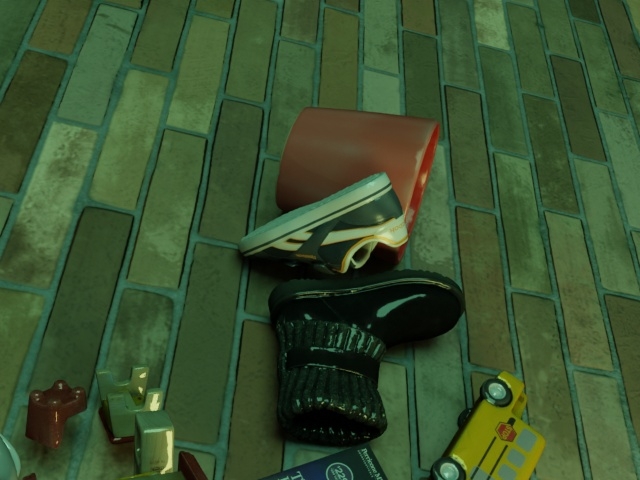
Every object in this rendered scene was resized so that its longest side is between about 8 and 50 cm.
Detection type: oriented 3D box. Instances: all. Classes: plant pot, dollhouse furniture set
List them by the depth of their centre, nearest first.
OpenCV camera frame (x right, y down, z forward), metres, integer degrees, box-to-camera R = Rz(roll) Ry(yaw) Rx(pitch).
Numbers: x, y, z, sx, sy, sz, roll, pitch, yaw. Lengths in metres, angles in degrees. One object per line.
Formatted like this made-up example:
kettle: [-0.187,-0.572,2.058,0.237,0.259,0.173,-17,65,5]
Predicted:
dollhouse furniture set: [-0.278,0.306,1.117,0.201,0.152,0.374,-2,17,-24]
plant pot: [0.063,-0.118,1.600,0.243,0.275,0.275,18,45,10]

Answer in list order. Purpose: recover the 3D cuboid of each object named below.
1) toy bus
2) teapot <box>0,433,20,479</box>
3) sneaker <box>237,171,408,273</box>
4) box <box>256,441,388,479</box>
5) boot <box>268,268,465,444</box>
toy bus: [0.234,0.350,1.329,0.130,0.108,0.333,34,47,11]
teapot: [-0.493,0.271,1.052,0.252,0.256,0.187,-22,55,-25]
sneaker: [0.000,0.000,1.473,0.126,0.321,0.127,-39,104,-49]
box: [0.035,0.428,1.193,0.184,0.103,0.261,-10,54,-31]
boot: [0.088,0.186,1.404,0.348,0.131,0.260,-4,43,-10]
